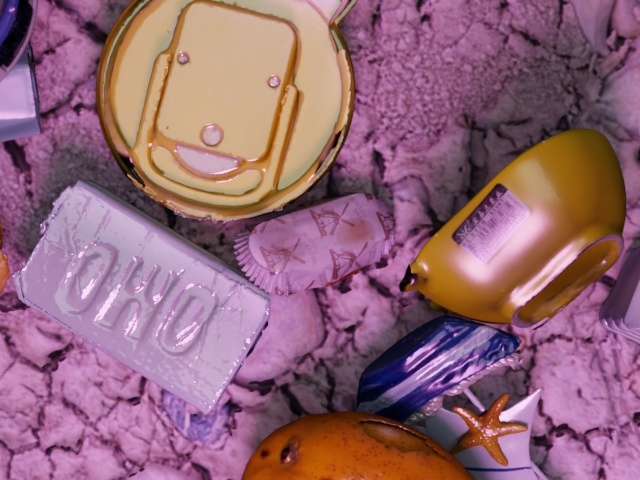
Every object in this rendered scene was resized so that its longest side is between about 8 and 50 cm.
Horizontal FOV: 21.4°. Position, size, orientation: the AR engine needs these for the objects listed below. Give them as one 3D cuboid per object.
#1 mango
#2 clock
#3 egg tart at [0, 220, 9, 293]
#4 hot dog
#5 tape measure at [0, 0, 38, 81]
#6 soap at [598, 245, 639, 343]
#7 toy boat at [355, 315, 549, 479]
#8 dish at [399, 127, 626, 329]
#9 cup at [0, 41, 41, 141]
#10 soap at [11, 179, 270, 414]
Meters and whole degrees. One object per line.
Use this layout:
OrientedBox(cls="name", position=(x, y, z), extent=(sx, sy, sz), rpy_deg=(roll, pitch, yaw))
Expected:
OrientedBox(cls="mango", position=(0.062, 0.278, 1.762), extent=(0.290, 0.160, 0.191), rpy_deg=(25, 126, -4))
OrientedBox(cls="clock", position=(-0.100, -0.163, 1.835), extent=(0.277, 0.071, 0.293), rpy_deg=(21, 89, 0))
OrientedBox(cls="egg tart", position=(-0.399, -0.017, 1.795), extent=(0.191, 0.191, 0.074), rpy_deg=(39, 52, 0))
OrientedBox(cls="hot dog", position=(0.000, 0.000, 1.821), extent=(0.192, 0.053, 0.099), rpy_deg=(-22, 75, -29))
OrientedBox(cls="tape measure", position=(-0.403, -0.255, 1.660), extent=(0.259, 0.138, 0.262), rpy_deg=(3, 92, 5))
OrientedBox(cls="soap", position=(0.451, 0.107, 1.791), extent=(0.290, 0.173, 0.095), rpy_deg=(25, 88, 0))
OrientedBox(cls="toy boat", position=(0.175, 0.217, 1.824), extent=(0.220, 0.067, 0.291), rpy_deg=(-35, 108, 23))
OrientedBox(cls="dish", position=(0.223, 0.011, 1.759), extent=(0.262, 0.221, 0.108), rpy_deg=(-40, 66, 6))
OrientedBox(cls="cup", position=(-0.419, -0.151, 1.805), extent=(0.236, 0.148, 0.134), rpy_deg=(-6, 109, -8))
OrientedBox(cls="soap", position=(-0.187, 0.057, 1.817), extent=(0.261, 0.094, 0.150), rpy_deg=(31, 88, -1))
